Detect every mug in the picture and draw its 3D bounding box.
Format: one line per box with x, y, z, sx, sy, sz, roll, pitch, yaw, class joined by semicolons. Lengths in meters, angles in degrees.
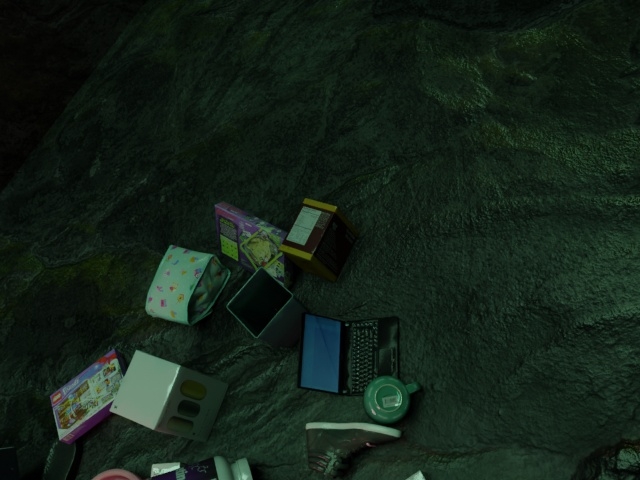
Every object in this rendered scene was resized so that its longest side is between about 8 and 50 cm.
0.190;0.426;1.618;0.129;0.097;0.157;32;74;12;mug

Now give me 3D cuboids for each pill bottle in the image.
-0.351;0.725;1.663;0.323;0.181;0.181;-14;54;-15;pill bottle

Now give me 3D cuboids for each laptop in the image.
0.084;0.326;1.728;0.265;0.136;0.234;-9;62;24;laptop

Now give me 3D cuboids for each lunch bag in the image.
-0.482;0.172;2.095;0.224;0.160;0.262;10;64;30;lunch bag

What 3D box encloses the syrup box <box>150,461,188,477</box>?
-0.459;0.800;1.777;0.093;0.096;0.236;-7;62;7;syrup box

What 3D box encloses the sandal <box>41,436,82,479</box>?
-0.931;0.884;1.982;0.168;0.107;0.445;-12;59;22;sandal

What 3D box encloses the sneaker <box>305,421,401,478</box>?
0.087;0.580;1.619;0.296;0.104;0.146;-11;62;29;sneaker

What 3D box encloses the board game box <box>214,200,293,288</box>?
-0.232;0.015;2.029;0.347;0.208;0.056;26;43;35;board game box

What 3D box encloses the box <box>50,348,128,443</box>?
-0.814;0.553;2.103;0.293;0.057;0.201;-36;49;-1;box

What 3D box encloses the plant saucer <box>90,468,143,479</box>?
-0.646;0.895;1.843;0.332;0.084;0.332;-13;59;22;plant saucer

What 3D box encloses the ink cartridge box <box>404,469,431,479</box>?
0.218;0.688;1.513;0.180;0.060;0.104;-36;54;6;ink cartridge box

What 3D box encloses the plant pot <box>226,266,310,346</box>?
-0.135;0.228;1.833;0.165;0.234;0.166;-49;54;-3;plant pot

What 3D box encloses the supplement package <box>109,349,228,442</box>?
-0.468;0.492;1.850;0.198;0.263;0.199;10;70;31;supplement package

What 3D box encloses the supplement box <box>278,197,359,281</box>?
0.000;0.000;1.910;0.129;0.191;0.194;18;75;34;supplement box

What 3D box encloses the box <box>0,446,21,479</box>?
-1.108;0.924;1.936;0.312;0.179;0.343;-56;48;28;box
